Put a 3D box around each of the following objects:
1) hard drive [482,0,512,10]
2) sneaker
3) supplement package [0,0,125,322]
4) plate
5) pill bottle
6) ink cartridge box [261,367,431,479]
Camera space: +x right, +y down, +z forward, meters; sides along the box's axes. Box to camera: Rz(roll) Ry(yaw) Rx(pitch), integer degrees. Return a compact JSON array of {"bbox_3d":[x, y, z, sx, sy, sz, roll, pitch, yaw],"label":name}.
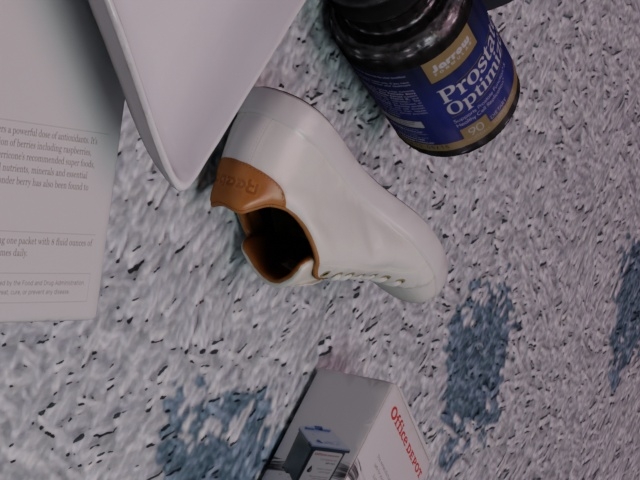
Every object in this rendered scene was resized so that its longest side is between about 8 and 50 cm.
[{"bbox_3d":[0.146,-0.342,1.492,0.255,0.054,0.172,51,54,-53],"label":"hard drive"},{"bbox_3d":[0.000,0.000,1.304,0.290,0.106,0.123,42,68,-46],"label":"sneaker"},{"bbox_3d":[-0.209,-0.116,0.802,0.177,0.175,0.293,4,95,-62],"label":"supplement package"},{"bbox_3d":[-0.064,-0.215,0.812,0.277,0.045,0.278,-61,148,-35],"label":"plate"},{"bbox_3d":[0.081,-0.172,1.357,0.219,0.122,0.123,49,56,-54],"label":"pill bottle"},{"bbox_3d":[0.013,0.228,1.400,0.191,0.082,0.140,-63,147,-31],"label":"ink cartridge box"}]
